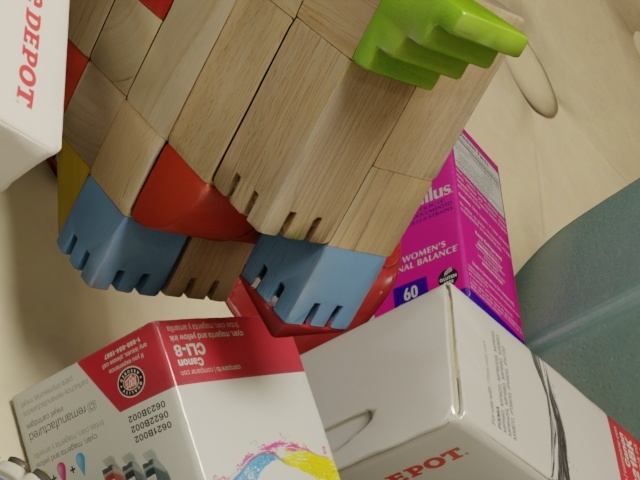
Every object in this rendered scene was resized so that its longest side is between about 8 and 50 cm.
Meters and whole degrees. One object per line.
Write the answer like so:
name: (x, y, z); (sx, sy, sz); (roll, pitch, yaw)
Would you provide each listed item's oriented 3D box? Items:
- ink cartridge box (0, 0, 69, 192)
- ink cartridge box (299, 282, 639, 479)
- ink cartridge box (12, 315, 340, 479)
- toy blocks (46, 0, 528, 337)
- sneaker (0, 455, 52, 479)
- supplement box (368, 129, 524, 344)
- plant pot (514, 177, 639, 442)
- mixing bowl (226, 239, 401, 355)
ink cartridge box: (-0.263, -0.120, 0.609); (0.232, 0.168, 0.171); (34, 39, -40)
ink cartridge box: (0.094, 0.172, 0.901); (0.273, 0.197, 0.114); (38, 36, -37)
ink cartridge box: (-0.074, 0.149, 0.726); (0.127, 0.128, 0.176); (3, 63, -56)
toy blocks: (-0.067, -0.084, 0.713); (0.191, 0.261, 0.381); (10, 26, -44)
sneaker: (-0.120, 0.242, 0.563); (0.330, 0.147, 0.130); (53, -20, 27)
supplement box: (0.102, 0.006, 1.127); (0.114, 0.111, 0.220); (43, 34, -41)
plant pot: (0.287, 0.117, 1.192); (0.248, 0.252, 0.247); (53, 30, -15)
mixing bowl: (0.000, 0.000, 0.996); (0.181, 0.098, 0.181); (37, 38, -36)
